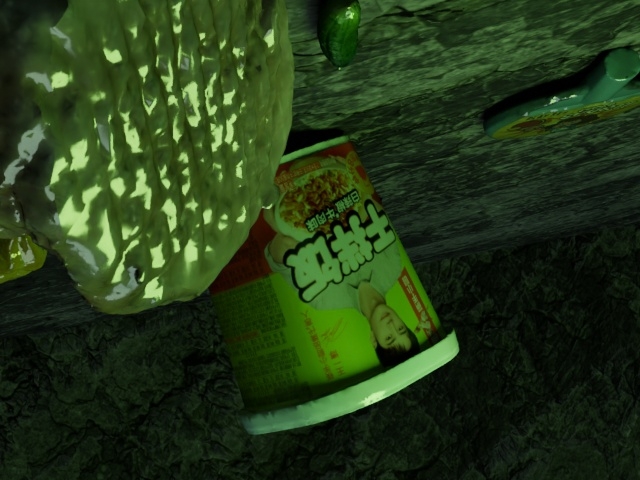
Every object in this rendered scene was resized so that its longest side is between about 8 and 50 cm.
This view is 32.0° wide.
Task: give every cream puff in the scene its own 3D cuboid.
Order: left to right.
[{"bbox_3d":[-0.351,-0.020,1.213,0.156,0.121,0.156,-9,169,-2],"label":"cream puff"}]

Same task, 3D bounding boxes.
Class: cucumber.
[{"bbox_3d":[0.015,-0.177,0.946,0.037,0.037,0.155,-12,171,-2],"label":"cucumber"}]

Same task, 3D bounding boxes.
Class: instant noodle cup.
[{"bbox_3d":[-0.015,0.048,1.409,0.293,0.308,0.294,-22,-179,0],"label":"instant noodle cup"}]

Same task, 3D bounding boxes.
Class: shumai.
[{"bbox_3d":[-0.180,-0.121,0.677,0.262,0.267,0.314,16,151,20],"label":"shumai"}]

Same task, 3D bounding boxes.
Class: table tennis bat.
[{"bbox_3d":[0.327,-0.178,1.430,0.215,0.044,0.329,-10,174,-8],"label":"table tennis bat"}]

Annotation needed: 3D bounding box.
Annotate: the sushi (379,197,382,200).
[{"bbox_3d":[-0.017,0.002,1.951,0.272,0.109,0.134,-15,171,25],"label":"sushi"}]
